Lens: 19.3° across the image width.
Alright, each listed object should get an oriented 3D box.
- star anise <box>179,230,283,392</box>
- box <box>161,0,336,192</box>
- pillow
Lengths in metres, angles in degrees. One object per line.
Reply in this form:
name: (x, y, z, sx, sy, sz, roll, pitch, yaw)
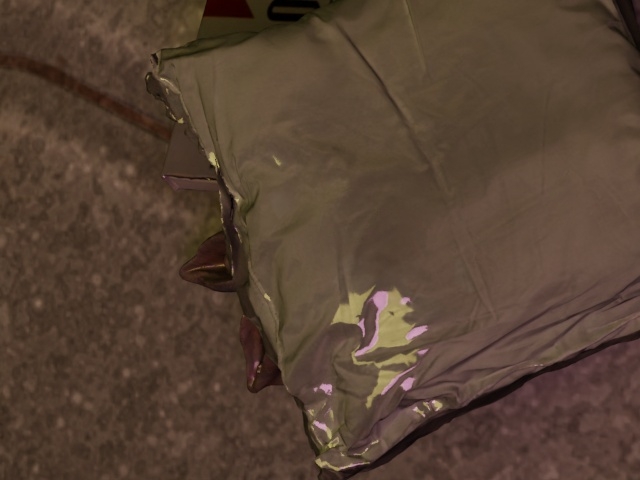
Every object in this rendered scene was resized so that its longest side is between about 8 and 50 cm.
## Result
star anise: (-0.002, 0.016, 1.235, 0.212, 0.073, 0.197, 30, 103, 27)
box: (-0.028, -0.112, 1.218, 0.115, 0.036, 0.177, 6, 71, 24)
pillow: (0.081, -0.045, 1.099, 0.310, 0.138, 0.283, -24, 73, -10)
